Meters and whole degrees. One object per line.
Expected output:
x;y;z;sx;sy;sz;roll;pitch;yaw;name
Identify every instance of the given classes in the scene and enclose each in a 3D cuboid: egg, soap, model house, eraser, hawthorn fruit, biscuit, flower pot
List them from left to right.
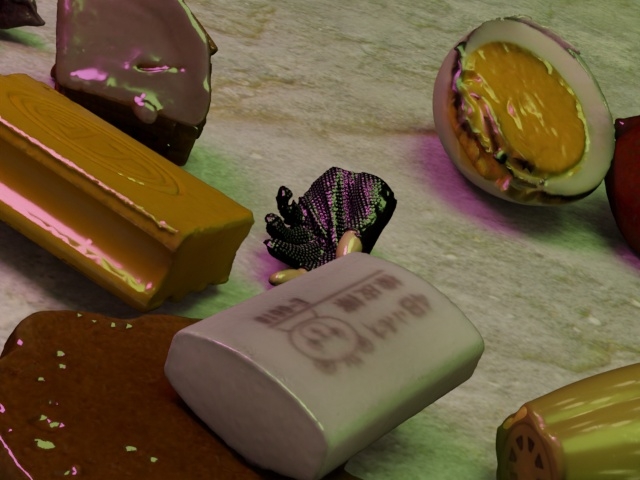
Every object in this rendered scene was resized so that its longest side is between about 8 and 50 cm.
-0.243;-0.059;1.418;0.324;0.096;0.204;32;15;13;soap
-0.220;-0.202;1.622;0.199;0.219;0.229;13;-14;-6;model house
-0.105;0.179;1.212;0.381;0.074;0.359;-6;43;-45;biscuit
0.011;0.106;1.263;0.174;0.095;0.270;35;31;23;eraser
0.259;-0.149;1.921;0.264;0.174;0.286;7;58;-27;egg
0.274;0.215;1.334;0.179;0.195;0.195;-4;39;-22;flower pot
0.477;-0.091;1.933;0.208;0.208;0.248;-14;57;-48;hawthorn fruit

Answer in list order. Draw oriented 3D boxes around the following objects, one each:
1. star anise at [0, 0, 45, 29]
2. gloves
-0.456;-0.328;1.741;0.231;0.089;0.209;45;26;11;star anise
-0.002;0.001;1.570;0.129;0.106;0.180;34;59;17;gloves
